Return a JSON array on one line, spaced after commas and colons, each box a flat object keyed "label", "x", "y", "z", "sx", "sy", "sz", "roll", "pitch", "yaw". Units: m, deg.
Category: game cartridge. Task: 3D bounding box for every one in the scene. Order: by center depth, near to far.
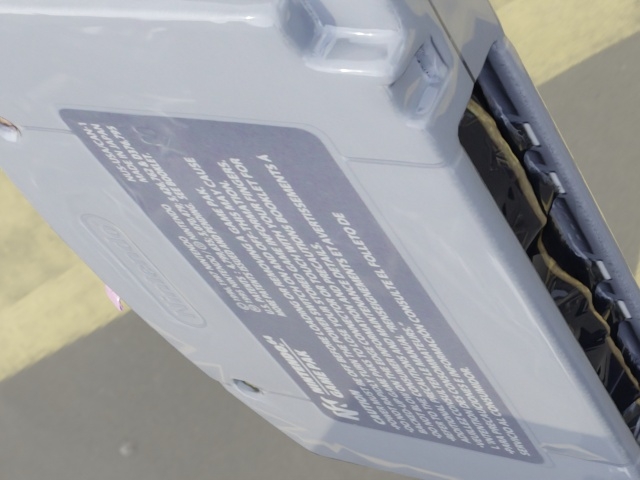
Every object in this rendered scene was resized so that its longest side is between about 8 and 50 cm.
[{"label": "game cartridge", "x": 0.000, "y": 0.000, "z": 0.514, "sx": 0.196, "sy": 0.060, "sz": 0.294, "roll": 4, "pitch": 148, "yaw": 32}]

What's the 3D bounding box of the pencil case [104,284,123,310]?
[{"label": "pencil case", "x": -0.157, "y": -0.060, "z": 1.403, "sx": 0.124, "sy": 0.124, "sz": 0.284, "roll": 19, "pitch": 135, "yaw": 19}]
